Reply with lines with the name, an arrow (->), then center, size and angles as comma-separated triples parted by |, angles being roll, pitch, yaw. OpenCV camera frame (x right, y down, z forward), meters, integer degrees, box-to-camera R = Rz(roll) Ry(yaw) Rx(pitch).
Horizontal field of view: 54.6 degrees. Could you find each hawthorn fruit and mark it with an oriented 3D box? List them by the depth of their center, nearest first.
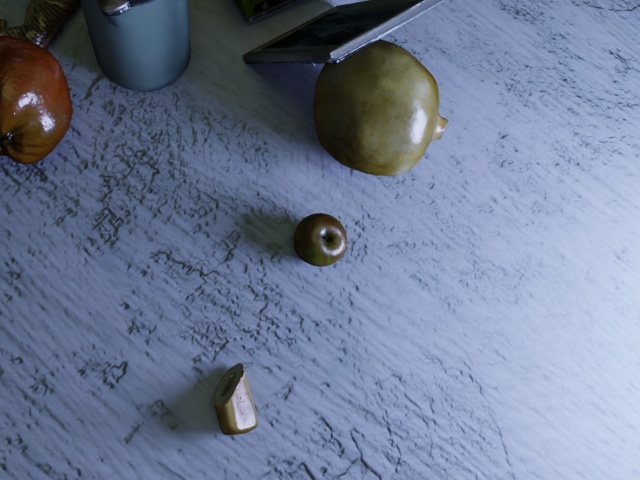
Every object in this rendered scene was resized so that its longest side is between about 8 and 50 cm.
hawthorn fruit -> -0.463, -0.213, 0.934 | 0.189, 0.189, 0.189 | 3, 73, -11

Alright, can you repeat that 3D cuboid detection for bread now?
bread -> -0.134, 0.241, 0.933 | 0.062, 0.049, 0.103 | -2, 70, -48

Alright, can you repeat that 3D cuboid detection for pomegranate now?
pomegranate -> 0.092, -0.219, 1.036 | 0.232, 0.233, 0.233 | 3, 73, -11

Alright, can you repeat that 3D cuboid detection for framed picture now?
framed picture -> 0.026, -0.349, 1.030 | 0.232, 0.315, 0.024 | -34, 119, -19

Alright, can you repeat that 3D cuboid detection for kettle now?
kettle -> -0.285, -0.392, 0.976 | 0.165, 0.255, 0.241 | 14, 74, -5

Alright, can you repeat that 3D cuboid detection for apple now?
apple -> 0.000, 0.000, 1.022 | 0.089, 0.074, 0.090 | 4, 75, -13

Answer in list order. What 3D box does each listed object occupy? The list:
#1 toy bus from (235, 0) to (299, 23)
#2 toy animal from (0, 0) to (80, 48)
toy bus -> -0.029, -0.508, 1.136 | 0.301, 0.139, 0.113 | -28, 81, -10
toy animal -> -0.476, -0.379, 1.038 | 0.099, 0.057, 0.241 | 27, 70, -4
